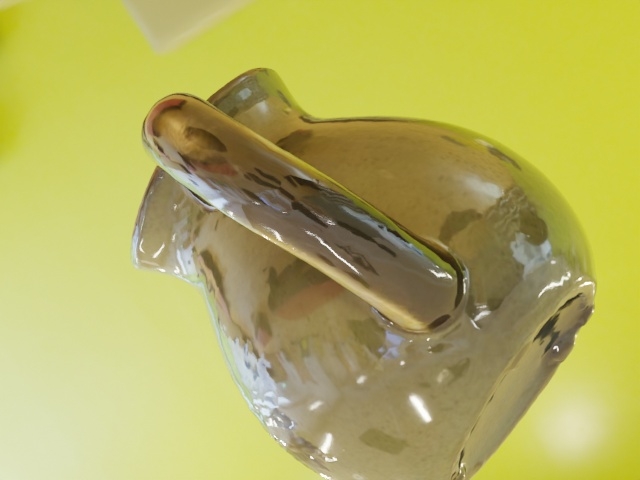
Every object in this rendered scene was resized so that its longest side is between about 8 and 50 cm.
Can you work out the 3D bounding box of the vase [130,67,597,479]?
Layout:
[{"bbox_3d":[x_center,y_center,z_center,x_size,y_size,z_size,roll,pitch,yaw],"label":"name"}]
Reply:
[{"bbox_3d":[0.000,0.000,0.643,0.241,0.302,0.329,-53,157,-3],"label":"vase"}]
